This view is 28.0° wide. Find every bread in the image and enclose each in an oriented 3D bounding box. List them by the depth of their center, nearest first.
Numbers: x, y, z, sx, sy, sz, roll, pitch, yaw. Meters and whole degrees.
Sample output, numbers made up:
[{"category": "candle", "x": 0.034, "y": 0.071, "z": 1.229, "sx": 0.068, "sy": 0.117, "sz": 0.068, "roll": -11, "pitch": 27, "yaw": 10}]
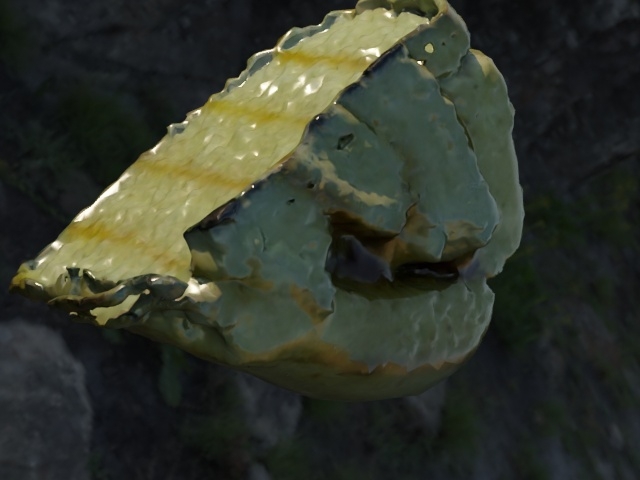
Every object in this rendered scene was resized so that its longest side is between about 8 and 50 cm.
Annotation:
[{"category": "bread", "x": -0.003, "y": 0.005, "z": 0.405, "sx": 0.103, "sy": 0.156, "sz": 0.110, "roll": 20, "pitch": -34, "yaw": 55}]
